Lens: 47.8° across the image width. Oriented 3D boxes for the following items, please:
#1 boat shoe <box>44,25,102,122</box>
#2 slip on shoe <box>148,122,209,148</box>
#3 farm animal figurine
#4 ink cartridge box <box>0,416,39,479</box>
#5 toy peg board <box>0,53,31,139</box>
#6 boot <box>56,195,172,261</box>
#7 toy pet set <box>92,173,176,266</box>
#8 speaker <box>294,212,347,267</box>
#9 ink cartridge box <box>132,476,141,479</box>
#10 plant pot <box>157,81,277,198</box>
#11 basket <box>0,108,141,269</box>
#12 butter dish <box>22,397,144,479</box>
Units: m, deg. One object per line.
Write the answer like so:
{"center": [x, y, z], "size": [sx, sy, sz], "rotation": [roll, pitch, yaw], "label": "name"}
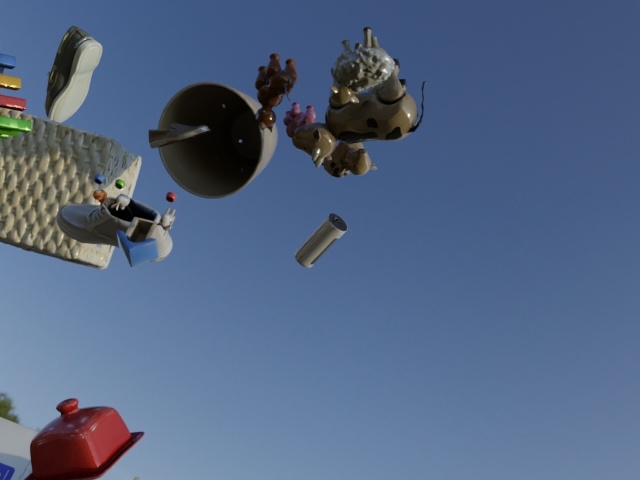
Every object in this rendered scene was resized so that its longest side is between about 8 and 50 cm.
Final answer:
{"center": [-0.705, -0.456, 2.015], "size": [0.091, 0.109, 0.305], "rotation": [45, -55, 8], "label": "boat shoe"}
{"center": [-0.303, -0.230, 1.530], "size": [0.135, 0.051, 0.041], "rotation": [-12, -84, 19], "label": "slip on shoe"}
{"center": [0.042, -0.211, 1.339], "size": [0.327, 0.172, 0.330], "rotation": [-11, -22, 31], "label": "farm animal figurine"}
{"center": [-0.733, 0.449, 1.530], "size": [0.333, 0.165, 0.065], "rotation": [26, -41, -9], "label": "ink cartridge box"}
{"center": [-0.556, -0.242, 1.223], "size": [0.161, 0.160, 0.079], "rotation": [-4, -5, 41], "label": "toy peg board"}
{"center": [-0.413, -0.049, 1.417], "size": [0.258, 0.095, 0.123], "rotation": [15, -37, 12], "label": "boot"}
{"center": [-0.275, -0.022, 1.045], "size": [0.122, 0.065, 0.114], "rotation": [13, -41, 4], "label": "toy pet set"}
{"center": [0.000, 0.000, 1.638], "size": [0.055, 0.055, 0.136], "rotation": [38, -60, -9], "label": "speaker"}
{"center": [-0.345, 0.674, 1.377], "size": [0.307, 0.303, 0.072], "rotation": [37, -20, 13], "label": "ink cartridge box"}
{"center": [-0.208, -0.243, 1.719], "size": [0.256, 0.274, 0.256], "rotation": [3, -79, 16], "label": "plant pot"}
{"center": [-0.669, -0.122, 1.806], "size": [0.328, 0.331, 0.266], "rotation": [16, -4, -1], "label": "basket"}
{"center": [-0.390, 0.310, 1.156], "size": [0.160, 0.160, 0.118], "rotation": [-11, -82, 16], "label": "butter dish"}
